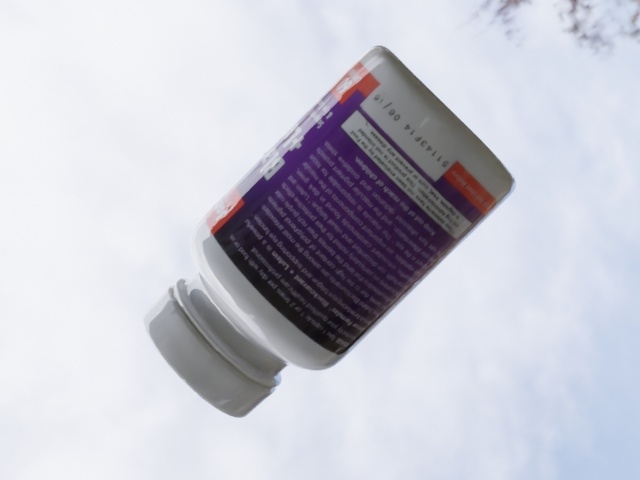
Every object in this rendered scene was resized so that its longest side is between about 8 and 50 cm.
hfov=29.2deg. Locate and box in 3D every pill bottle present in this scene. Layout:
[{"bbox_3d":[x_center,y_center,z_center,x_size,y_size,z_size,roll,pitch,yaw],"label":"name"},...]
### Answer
[{"bbox_3d":[0.000,0.000,0.652,0.108,0.193,0.108,44,-173,-7],"label":"pill bottle"}]
